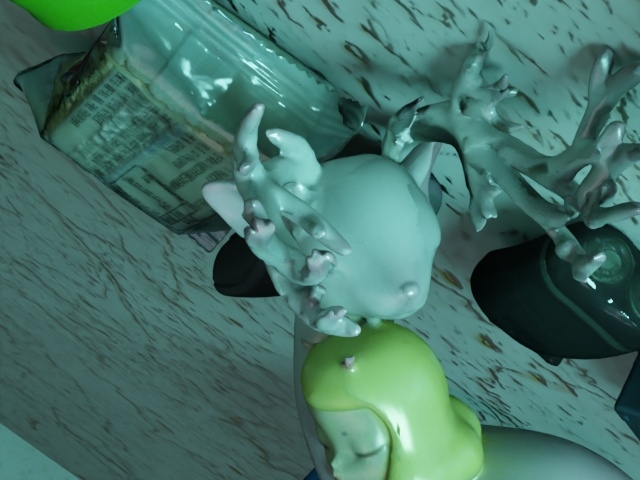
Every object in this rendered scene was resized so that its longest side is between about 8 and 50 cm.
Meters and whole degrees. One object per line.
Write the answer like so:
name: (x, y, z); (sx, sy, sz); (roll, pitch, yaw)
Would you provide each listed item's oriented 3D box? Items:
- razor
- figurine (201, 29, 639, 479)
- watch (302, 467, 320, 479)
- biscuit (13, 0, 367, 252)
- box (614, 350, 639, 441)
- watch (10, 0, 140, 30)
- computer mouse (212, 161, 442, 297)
razor: (0.147, 0.033, 1.129); (0.090, 0.054, 0.148); (41, 161, -12)
figurine: (0.067, 0.039, 1.000); (0.316, 0.206, 0.284); (63, 165, -16)
watch: (0.097, 0.246, 1.537); (0.274, 0.241, 0.305); (39, 167, 31)
biscuit: (-0.098, -0.082, 1.206); (0.186, 0.079, 0.309); (38, 162, -8)
box: (0.230, 0.108, 1.182); (0.074, 0.054, 0.099); (18, 158, 44)
watch: (-0.130, -0.161, 0.914); (0.131, 0.165, 0.152); (35, -175, -47)
computer mouse: (0.001, 0.001, 1.215); (0.232, 0.120, 0.057); (146, 108, -70)
